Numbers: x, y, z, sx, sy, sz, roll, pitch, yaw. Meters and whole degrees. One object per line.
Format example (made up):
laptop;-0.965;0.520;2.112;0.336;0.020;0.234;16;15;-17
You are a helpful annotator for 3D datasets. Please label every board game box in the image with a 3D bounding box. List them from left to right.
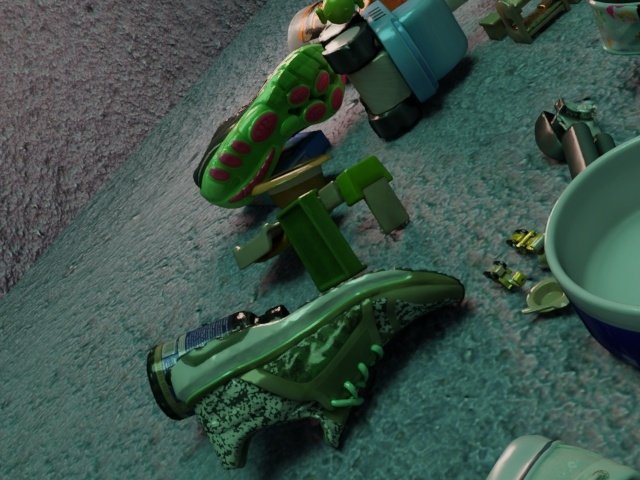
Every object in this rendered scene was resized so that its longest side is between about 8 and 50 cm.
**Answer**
board game box;-0.093;-0.172;1.640;0.160;0.047;0.210;4;49;53

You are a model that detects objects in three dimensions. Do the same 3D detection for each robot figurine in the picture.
robot figurine;0.039;-0.492;1.443;0.101;0.067;0.115;-16;30;15

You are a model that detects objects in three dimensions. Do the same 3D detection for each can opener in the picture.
can opener;0.366;-0.118;0.963;0.280;0.074;0.093;-81;13;-55

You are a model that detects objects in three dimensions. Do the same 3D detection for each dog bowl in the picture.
dog bowl;0.371;0.001;0.691;0.265;0.104;0.265;-27;32;19

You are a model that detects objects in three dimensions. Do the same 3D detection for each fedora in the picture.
fedora;-0.048;-0.111;1.430;0.194;0.079;0.194;-24;9;4

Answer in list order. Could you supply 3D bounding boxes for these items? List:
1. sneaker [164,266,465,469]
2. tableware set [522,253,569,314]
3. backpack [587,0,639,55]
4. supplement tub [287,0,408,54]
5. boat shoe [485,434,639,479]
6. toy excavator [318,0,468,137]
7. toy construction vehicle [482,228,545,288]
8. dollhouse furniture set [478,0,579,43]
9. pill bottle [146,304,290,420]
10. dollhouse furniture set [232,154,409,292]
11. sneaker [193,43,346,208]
sneaker;0.014;0.174;0.911;0.410;0.182;0.158;-24;-17;0
tableware set;0.318;0.032;0.827;0.141;0.020;0.168;-18;34;37
backpack;0.516;-0.339;0.956;0.225;0.191;0.253;-45;34;-17
supplement tub;0.079;-0.550;1.827;0.338;0.207;0.207;4;50;54
boat shoe;0.157;0.311;0.499;0.156;0.135;0.367;-1;36;47
toy excavator;0.236;-0.477;1.506;0.445;0.222;0.433;-32;26;12
toy construction vehicle;0.258;0.024;0.890;0.086;0.035;0.098;-46;6;-8
dollhouse furniture set;0.432;-0.509;1.427;0.182;0.101;0.161;-41;26;-2
pill bottle;-0.141;0.180;1.054;0.219;0.122;0.123;-23;29;6
dollhouse furniture set;0.000;0.000;1.239;0.198;0.151;0.301;-33;0;-36
sneaker;-0.127;-0.283;1.598;0.483;0.185;0.202;-48;33;-19
